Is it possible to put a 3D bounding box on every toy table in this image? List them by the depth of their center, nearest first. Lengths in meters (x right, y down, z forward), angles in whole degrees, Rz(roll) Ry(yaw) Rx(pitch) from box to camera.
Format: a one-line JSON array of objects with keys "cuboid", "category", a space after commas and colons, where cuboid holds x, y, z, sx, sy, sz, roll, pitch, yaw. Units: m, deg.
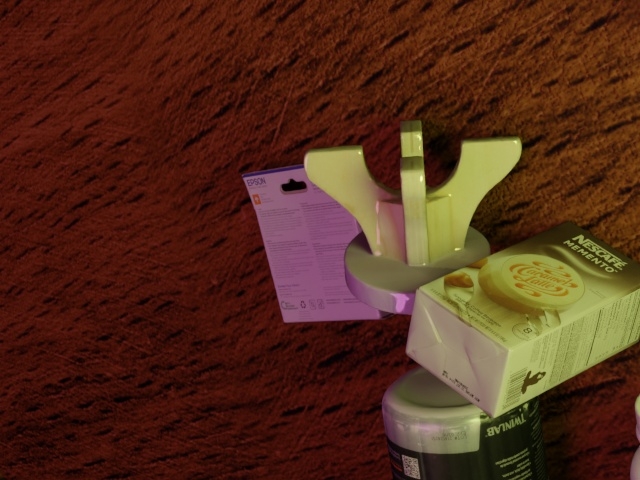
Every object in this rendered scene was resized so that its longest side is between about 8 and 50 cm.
[{"cuboid": [0.113, -0.036, 1.938, 0.274, 0.252, 0.161, -120, 24, -71], "category": "toy table"}]

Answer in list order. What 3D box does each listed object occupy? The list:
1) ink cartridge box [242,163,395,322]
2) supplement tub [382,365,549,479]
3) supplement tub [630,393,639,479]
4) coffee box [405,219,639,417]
[{"cuboid": [0.000, 0.000, 2.247, 0.223, 0.045, 0.224, -5, 104, 52], "category": "ink cartridge box"}, {"cuboid": [0.190, 0.319, 2.049, 0.193, 0.193, 0.316, 12, 117, 49], "category": "supplement tub"}, {"cuboid": [0.445, 0.303, 1.678, 0.235, 0.235, 0.325, 4, 111, 51], "category": "supplement tub"}, {"cuboid": [0.233, 0.082, 1.819, 0.141, 0.246, 0.098, 35, 132, 35], "category": "coffee box"}]
